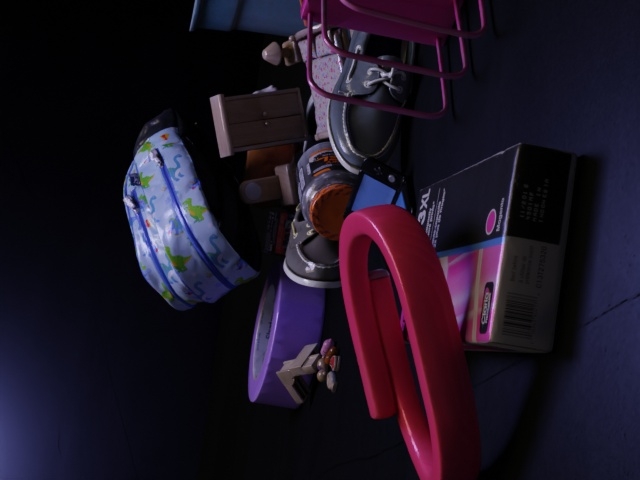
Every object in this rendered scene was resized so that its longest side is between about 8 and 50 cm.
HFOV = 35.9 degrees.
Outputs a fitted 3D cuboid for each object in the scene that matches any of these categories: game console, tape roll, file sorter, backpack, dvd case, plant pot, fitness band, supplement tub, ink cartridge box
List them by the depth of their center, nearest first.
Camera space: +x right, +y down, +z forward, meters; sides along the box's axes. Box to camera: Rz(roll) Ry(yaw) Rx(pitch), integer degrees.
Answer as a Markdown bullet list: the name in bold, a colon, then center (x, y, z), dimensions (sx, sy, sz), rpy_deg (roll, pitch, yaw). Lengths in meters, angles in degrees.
- **fitness band**: center (0.086, 0.107, 0.968), dimensions (0.209, 0.054, 0.290), rpy_deg (169, 87, -75)
- **ink cartridge box**: center (0.147, 0.022, 1.008), dimensions (0.371, 0.069, 0.175), rpy_deg (148, 132, -79)
- **file sorter**: center (0.110, -0.314, 1.176), dimensions (0.290, 0.202, 0.182), rpy_deg (113, 161, -48)
- **game console**: center (0.081, -0.037, 1.397), dimensions (0.071, 0.107, 0.122), rpy_deg (-47, -17, -49)
- **supplement tub**: center (0.022, -0.080, 1.614), dimensions (0.190, 0.117, 0.117), rpy_deg (-103, 26, -64)
- **tape roll**: center (-0.067, 0.181, 1.899), dimensions (0.275, 0.090, 0.274), rpy_deg (-169, 90, -80)
- **backpack**: center (-0.243, -0.036, 1.901), dimensions (0.355, 0.273, 0.290), rpy_deg (46, 170, 43)
- **dvd case**: center (-0.048, -0.006, 1.901), dimensions (0.013, 0.119, 0.087), rpy_deg (126, 153, -67)
- **plant pot**: center (-0.074, -0.565, 2.039), dimensions (0.341, 0.334, 0.341), rpy_deg (-169, 90, -79)

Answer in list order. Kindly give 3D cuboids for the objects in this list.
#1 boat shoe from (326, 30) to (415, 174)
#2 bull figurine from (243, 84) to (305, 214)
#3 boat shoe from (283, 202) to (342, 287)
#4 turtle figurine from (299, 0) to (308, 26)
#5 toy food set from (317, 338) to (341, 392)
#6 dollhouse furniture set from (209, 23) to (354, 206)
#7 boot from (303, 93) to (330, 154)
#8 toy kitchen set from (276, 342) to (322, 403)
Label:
- **boat shoe**: center (0.083, -0.248, 1.478), dimensions (0.099, 0.116, 0.319), rpy_deg (113, 170, -62)
- **bull figurine**: center (-0.085, -0.188, 2.100), dimensions (0.101, 0.188, 0.310), rpy_deg (117, 161, -55)
- **boat shoe**: center (-0.005, -0.001, 1.698), dimensions (0.305, 0.109, 0.091), rpy_deg (-99, 18, -72)
- **turtle figurine**: center (0.064, -0.466, 1.612), dimensions (0.217, 0.087, 0.269), rpy_deg (27, 112, 38)
- **toy food set**: center (0.012, 0.202, 1.637), dimensions (0.122, 0.019, 0.078), rpy_deg (-164, 85, -79)
- **dollhouse furniture set**: center (-0.038, -0.214, 1.731), dimensions (0.355, 0.174, 0.303), rpy_deg (-3, 98, 61)
- **boot**: center (0.017, -0.290, 1.961), dimensions (0.244, 0.088, 0.176), rpy_deg (111, 168, -57)
- **toy kitchen set**: center (-0.016, 0.233, 1.745), dimensions (0.083, 0.075, 0.068), rpy_deg (-18, 22, 38)
